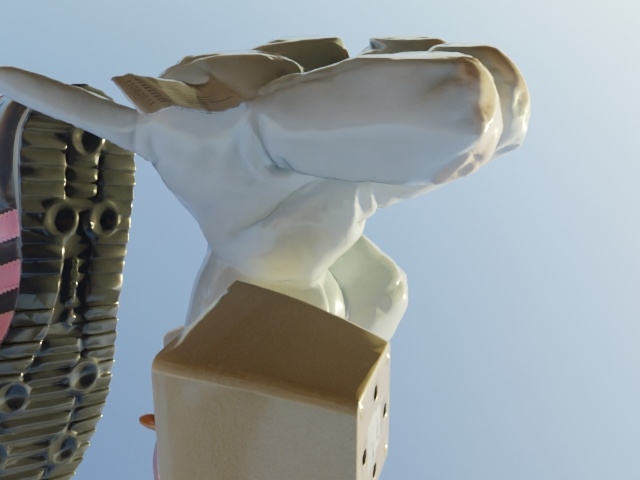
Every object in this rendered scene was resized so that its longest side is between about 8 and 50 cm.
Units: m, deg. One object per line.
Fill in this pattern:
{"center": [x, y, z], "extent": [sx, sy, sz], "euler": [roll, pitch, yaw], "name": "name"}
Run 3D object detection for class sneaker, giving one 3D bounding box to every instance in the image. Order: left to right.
{"center": [-0.219, 0.044, 0.589], "extent": [0.131, 0.319, 0.112], "euler": [14, -179, 44], "name": "sneaker"}

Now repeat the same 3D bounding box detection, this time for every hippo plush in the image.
{"center": [0.000, 0.000, 0.511], "extent": [0.234, 0.237, 0.294], "euler": [12, -158, 34], "name": "hippo plush"}

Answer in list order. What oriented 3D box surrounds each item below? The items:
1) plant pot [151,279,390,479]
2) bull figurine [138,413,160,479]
{"center": [-0.017, 0.093, 0.425], "extent": [0.096, 0.109, 0.109], "euler": [5, -160, 15], "name": "plant pot"}
{"center": [-0.116, 0.234, 0.857], "extent": [0.101, 0.310, 0.188], "euler": [15, -145, 10], "name": "bull figurine"}
